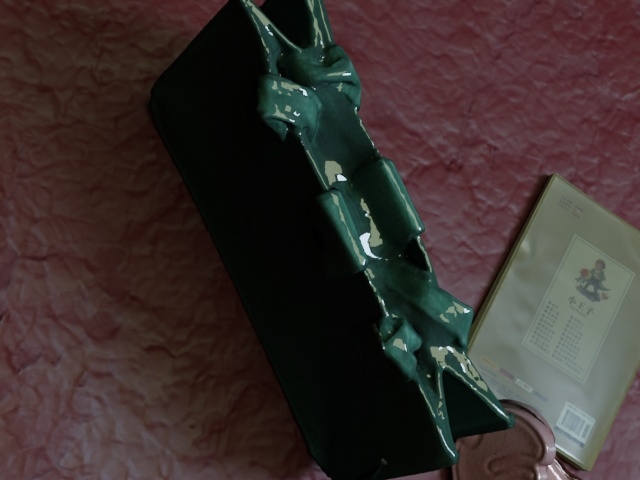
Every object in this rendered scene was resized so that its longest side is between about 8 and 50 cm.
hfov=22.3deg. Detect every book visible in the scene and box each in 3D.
[{"bbox_3d":[0.195,0.063,1.277,0.138,0.016,0.199,34,69,-11],"label":"book"}]

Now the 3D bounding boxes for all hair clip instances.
[{"bbox_3d":[0.142,0.193,1.181,0.138,0.123,0.102,56,37,-8],"label":"hair clip"}]

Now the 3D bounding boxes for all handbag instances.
[{"bbox_3d":[-0.001,0.000,1.096,0.089,0.238,0.326,-22,87,-20],"label":"handbag"}]
